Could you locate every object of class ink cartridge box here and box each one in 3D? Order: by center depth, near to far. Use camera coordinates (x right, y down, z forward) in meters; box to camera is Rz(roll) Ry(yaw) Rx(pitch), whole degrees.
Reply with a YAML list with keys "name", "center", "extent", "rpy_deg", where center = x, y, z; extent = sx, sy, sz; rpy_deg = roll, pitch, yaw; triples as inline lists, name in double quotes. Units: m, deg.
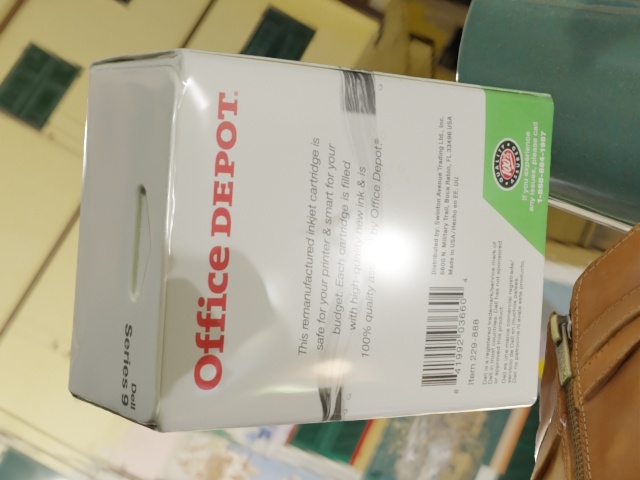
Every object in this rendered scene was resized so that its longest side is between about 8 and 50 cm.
- name: "ink cartridge box"
  center: [0.000, 0.000, 0.793]
  extent: [0.289, 0.211, 0.121]
  rpy_deg: [3, 2, -36]

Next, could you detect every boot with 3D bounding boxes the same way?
- name: "boot"
  center: [0.111, 0.141, 0.550]
  extent: [0.109, 0.220, 0.283]
  rpy_deg: [14, -54, -17]

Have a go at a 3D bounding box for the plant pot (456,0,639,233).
- name: "plant pot"
  center: [0.316, -0.131, 1.049]
  extent: [0.334, 0.341, 0.341]
  rpy_deg: [18, -25, 38]
